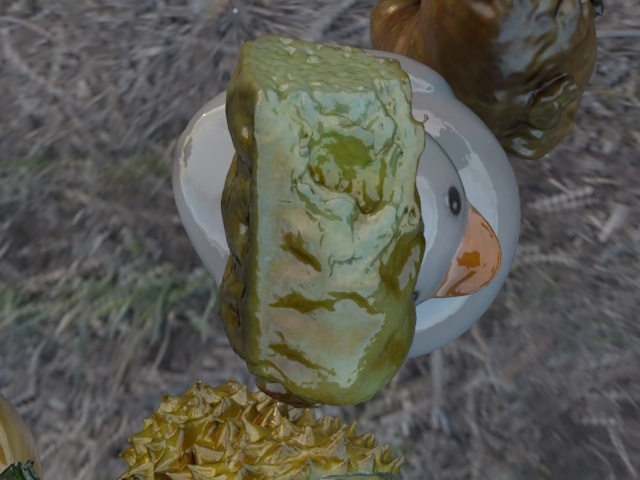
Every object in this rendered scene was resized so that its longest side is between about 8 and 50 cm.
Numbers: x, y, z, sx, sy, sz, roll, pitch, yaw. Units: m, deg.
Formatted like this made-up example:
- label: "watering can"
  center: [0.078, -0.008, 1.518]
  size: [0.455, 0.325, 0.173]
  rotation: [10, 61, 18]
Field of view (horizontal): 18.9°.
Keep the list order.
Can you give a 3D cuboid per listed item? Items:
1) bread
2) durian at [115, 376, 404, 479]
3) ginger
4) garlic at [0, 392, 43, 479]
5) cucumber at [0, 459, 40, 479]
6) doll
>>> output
- label: "bread"
  center: [0.000, 0.000, 0.572]
  size: [0.066, 0.060, 0.110]
  rotation: [22, 122, 31]
- label: "durian"
  center: [-0.047, 0.223, 1.849]
  size: [0.305, 0.195, 0.185]
  rotation: [-5, 89, -10]
- label: "ginger"
  center: [0.135, -0.149, 1.449]
  size: [0.165, 0.321, 0.172]
  rotation: [-44, 95, -11]
- label: "garlic"
  center: [-0.432, 0.206, 1.852]
  size: [0.338, 0.196, 0.151]
  rotation: [2, 116, 6]
- label: "cucumber"
  center: [-0.242, 0.195, 1.159]
  size: [0.220, 0.070, 0.046]
  rotation: [-36, 84, -33]
- label: "doll"
  center: [0.009, -0.021, 1.217]
  size: [0.251, 0.221, 0.221]
  rotation: [25, 96, 26]
